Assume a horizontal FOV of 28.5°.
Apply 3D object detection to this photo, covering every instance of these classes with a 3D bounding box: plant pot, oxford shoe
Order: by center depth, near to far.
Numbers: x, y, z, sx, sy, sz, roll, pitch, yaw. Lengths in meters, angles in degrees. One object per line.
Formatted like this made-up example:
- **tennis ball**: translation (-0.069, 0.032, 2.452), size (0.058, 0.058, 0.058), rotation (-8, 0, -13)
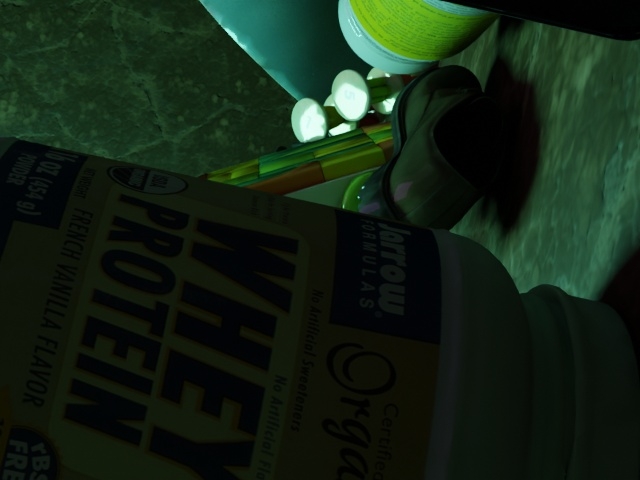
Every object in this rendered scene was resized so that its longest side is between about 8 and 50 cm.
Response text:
- **oxford shoe**: translation (0.100, -0.074, 0.905), size (0.096, 0.083, 0.227), rotation (-38, 18, 30)
- **plant pot**: translation (0.000, -0.306, 1.585), size (0.195, 0.290, 0.290), rotation (-44, 13, 11)

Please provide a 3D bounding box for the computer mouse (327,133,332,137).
- **computer mouse**: translation (0.028, -0.115, 1.689), size (0.193, 0.042, 0.106), rotation (-82, -30, -75)

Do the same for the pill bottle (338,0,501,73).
- **pill bottle**: translation (0.086, -0.200, 0.910), size (0.208, 0.119, 0.119), rotation (139, 143, -71)

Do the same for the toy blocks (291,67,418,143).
- **toy blocks**: translation (0.059, -0.151, 1.349), size (0.123, 0.148, 0.054), rotation (-28, 82, 45)

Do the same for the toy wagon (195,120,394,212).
- **toy wagon**: translation (-0.058, -0.024, 1.053), size (0.267, 0.344, 0.068), rotation (-106, 0, -80)

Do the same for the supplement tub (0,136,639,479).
- **supplement tub**: translation (-0.037, 0.090, 0.582), size (0.228, 0.316, 0.228), rotation (-168, 90, -85)

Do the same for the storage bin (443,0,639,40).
- **storage bin**: translation (0.088, -0.179, 0.604), size (0.084, 0.180, 0.122), rotation (-93, 15, -67)

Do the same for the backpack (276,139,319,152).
- **backpack**: translation (0.000, 0.000, 1.297), size (0.115, 0.152, 0.182), rotation (-18, 41, 47)
